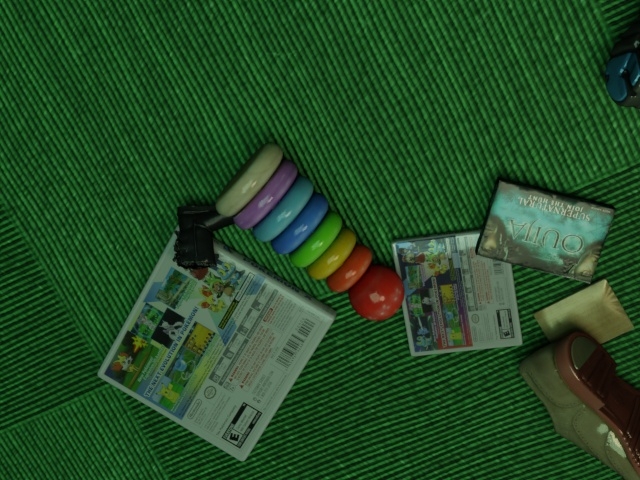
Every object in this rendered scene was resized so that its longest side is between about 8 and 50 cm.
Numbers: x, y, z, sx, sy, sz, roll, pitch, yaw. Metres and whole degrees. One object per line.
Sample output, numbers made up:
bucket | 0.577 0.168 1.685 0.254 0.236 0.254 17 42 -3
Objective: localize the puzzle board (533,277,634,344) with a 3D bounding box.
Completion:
puzzle board | 0.417 0.126 1.753 0.128 0.011 0.096 -29 103 18

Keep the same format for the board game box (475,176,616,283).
board game box | 0.344 -0.015 1.693 0.186 0.026 0.126 13 107 -3

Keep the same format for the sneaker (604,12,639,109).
sneaker | 0.521 -0.337 1.539 0.139 0.125 0.341 14 110 -24

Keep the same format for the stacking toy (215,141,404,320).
stacking toy | 0.000 0.000 1.727 0.330 0.141 0.141 41 110 -10

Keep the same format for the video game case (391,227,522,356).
video game case | 0.219 0.083 1.767 0.183 0.023 0.201 -7 108 12

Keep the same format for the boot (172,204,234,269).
boot | -0.178 -0.005 1.765 0.121 0.045 0.099 -2 76 -1

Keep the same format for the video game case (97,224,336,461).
video game case | -0.179 0.175 1.861 0.300 0.036 0.329 31 112 -1

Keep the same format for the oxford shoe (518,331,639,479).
oxford shoe | 0.454 0.294 1.768 0.130 0.123 0.348 -27 105 44
